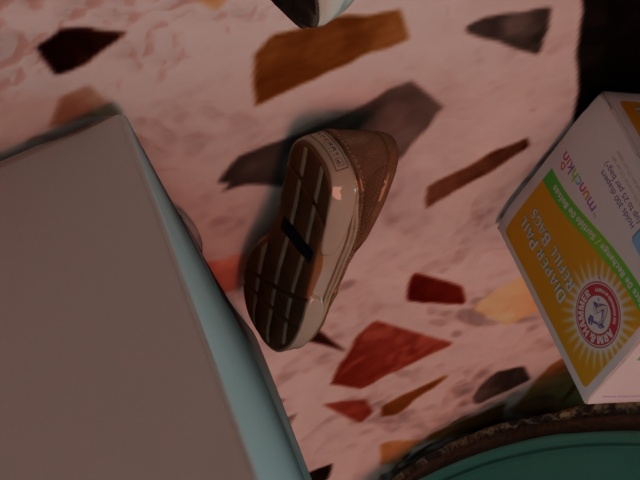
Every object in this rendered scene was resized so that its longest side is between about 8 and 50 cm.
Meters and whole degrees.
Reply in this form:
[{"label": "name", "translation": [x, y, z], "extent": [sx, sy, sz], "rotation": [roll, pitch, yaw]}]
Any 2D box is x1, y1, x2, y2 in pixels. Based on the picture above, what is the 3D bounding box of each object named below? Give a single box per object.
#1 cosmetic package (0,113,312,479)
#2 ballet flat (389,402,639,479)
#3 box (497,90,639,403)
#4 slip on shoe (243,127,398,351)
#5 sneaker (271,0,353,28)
[{"label": "cosmetic package", "translation": [-0.060, 0.169, 0.701], "extent": [0.156, 0.385, 0.217], "rotation": [-25, 146, 0]}, {"label": "ballet flat", "translation": [0.269, 0.149, 1.050], "extent": [0.483, 0.164, 0.182], "rotation": [-14, -177, 26]}, {"label": "box", "translation": [0.209, 0.005, 0.884], "extent": [0.203, 0.114, 0.103], "rotation": [1, 140, -32]}, {"label": "slip on shoe", "translation": [0.000, 0.000, 0.810], "extent": [0.041, 0.051, 0.135], "rotation": [-19, 144, -30]}, {"label": "sneaker", "translation": [0.010, -0.186, 0.517], "extent": [0.118, 0.107, 0.279], "rotation": [-34, 155, -18]}]
